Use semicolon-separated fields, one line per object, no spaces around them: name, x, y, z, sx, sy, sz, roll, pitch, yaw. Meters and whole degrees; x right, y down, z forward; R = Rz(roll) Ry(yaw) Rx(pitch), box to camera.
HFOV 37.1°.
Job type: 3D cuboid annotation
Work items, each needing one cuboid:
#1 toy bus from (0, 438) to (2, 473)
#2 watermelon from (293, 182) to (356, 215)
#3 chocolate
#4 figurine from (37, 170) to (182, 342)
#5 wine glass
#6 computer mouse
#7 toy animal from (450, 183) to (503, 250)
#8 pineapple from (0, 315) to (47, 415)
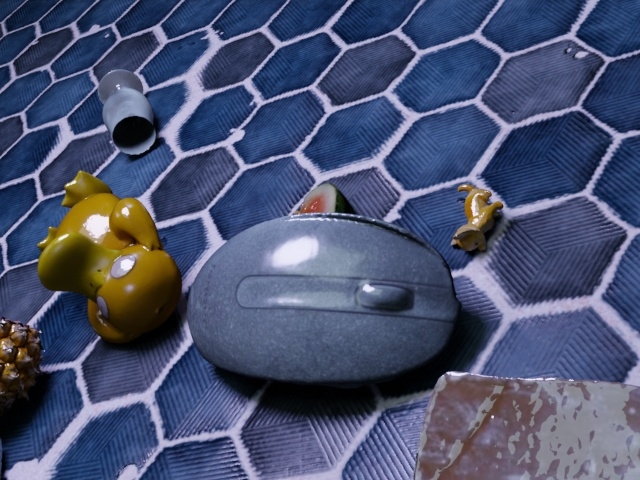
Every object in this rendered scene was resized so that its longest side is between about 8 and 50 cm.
toy bus;-0.587;0.320;1.217;0.312;0.190;0.152;-25;38;7
watermelon;-0.005;-0.003;1.305;0.119;0.063;0.245;-26;37;28
chocolate;0.219;0.215;0.895;0.254;0.080;0.157;-1;62;35
figurine;-0.301;0.027;1.371;0.215;0.215;0.228;-29;26;2
wine glass;-0.357;-0.237;1.759;0.093;0.093;0.202;-29;38;2
computer mouse;-0.022;0.075;1.137;0.374;0.114;0.203;-6;70;31
toy animal;0.186;-0.026;1.199;0.083;0.060;0.081;-43;79;-16
pineapple;-0.467;0.198;1.315;0.176;0.161;0.137;-15;67;11
